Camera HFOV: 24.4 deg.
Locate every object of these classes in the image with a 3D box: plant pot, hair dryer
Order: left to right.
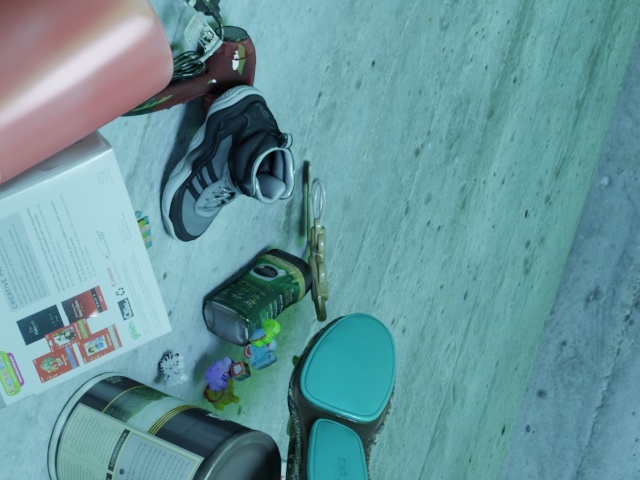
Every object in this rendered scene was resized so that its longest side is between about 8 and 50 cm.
[{"bbox_3d":[-0.348,-0.210,1.716,0.243,0.275,0.275,-44,140,-22],"label":"plant pot"},{"bbox_3d":[-0.188,-0.228,2.133,0.223,0.080,0.293,-47,139,-7],"label":"hair dryer"}]

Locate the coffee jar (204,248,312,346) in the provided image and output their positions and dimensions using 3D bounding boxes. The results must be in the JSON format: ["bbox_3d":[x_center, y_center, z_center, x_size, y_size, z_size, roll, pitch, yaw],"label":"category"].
[{"bbox_3d":[-0.096,0.088,2.381,0.184,0.096,0.079,-40,140,-40],"label":"coffee jar"}]

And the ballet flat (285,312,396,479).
[{"bbox_3d":[0.006,0.298,2.185,0.483,0.164,0.182,-78,-166,-57],"label":"ballet flat"}]

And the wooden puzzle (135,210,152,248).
[{"bbox_3d":[-0.265,-0.004,2.161,0.049,0.006,0.083,-33,132,-45],"label":"wooden puzzle"}]

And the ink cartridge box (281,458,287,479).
[{"bbox_3d":[-0.174,0.469,2.433,0.197,0.114,0.273,17,90,-58],"label":"ink cartridge box"}]

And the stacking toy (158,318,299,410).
[{"bbox_3d":[-0.122,0.189,2.314,0.167,0.221,0.052,35,34,-56],"label":"stacking toy"}]

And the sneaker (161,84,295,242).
[{"bbox_3d":[-0.130,-0.079,2.138,0.101,0.153,0.269,1,127,-45],"label":"sneaker"}]

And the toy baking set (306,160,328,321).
[{"bbox_3d":[0.000,0.005,2.444,0.197,0.030,0.256,96,-10,-54],"label":"toy baking set"}]

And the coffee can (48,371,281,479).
[{"bbox_3d":[-0.224,0.326,2.133,0.201,0.275,0.202,-32,131,-46],"label":"coffee can"}]

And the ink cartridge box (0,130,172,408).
[{"bbox_3d":[-0.365,0.029,1.872,0.272,0.130,0.309,-25,131,-16],"label":"ink cartridge box"}]
